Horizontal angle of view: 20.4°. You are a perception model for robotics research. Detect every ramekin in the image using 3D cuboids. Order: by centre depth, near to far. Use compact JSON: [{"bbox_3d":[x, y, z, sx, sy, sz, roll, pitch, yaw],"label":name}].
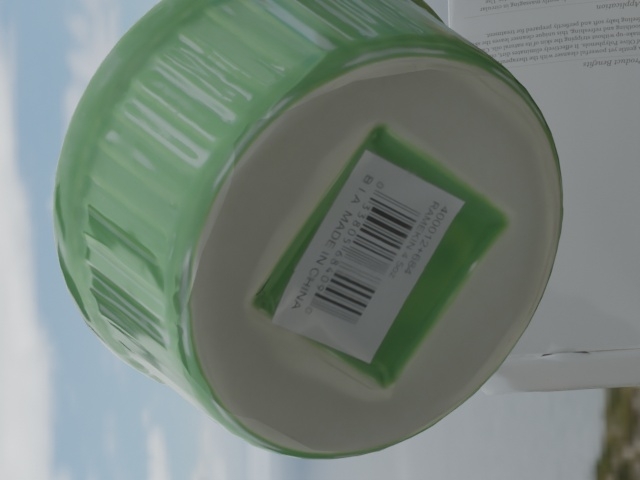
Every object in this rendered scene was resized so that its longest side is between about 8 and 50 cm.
[{"bbox_3d":[0.003,-0.013,1.094,0.148,0.303,0.303,38,134,52],"label":"ramekin"}]

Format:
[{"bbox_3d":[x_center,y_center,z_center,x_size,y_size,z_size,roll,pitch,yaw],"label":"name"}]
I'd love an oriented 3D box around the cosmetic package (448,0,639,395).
[{"bbox_3d":[0.225,-0.052,1.631,0.155,0.197,0.366,47,-138,-68],"label":"cosmetic package"}]
